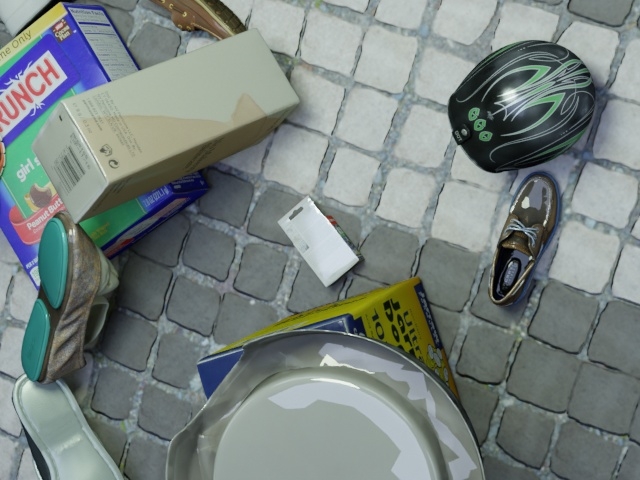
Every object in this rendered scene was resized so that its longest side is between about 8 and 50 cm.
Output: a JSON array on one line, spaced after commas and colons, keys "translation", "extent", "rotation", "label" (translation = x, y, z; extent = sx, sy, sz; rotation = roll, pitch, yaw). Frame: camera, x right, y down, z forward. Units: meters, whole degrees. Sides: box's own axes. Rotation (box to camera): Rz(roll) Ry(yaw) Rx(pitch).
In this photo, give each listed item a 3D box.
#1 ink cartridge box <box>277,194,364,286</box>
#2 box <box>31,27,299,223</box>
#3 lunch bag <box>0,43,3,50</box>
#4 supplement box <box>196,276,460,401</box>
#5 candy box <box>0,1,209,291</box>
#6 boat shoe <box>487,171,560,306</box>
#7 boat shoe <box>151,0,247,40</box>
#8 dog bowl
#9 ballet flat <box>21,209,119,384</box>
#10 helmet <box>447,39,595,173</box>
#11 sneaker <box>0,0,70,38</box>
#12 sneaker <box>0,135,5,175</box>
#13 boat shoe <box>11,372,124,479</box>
[{"translation": [0.000, 0.000, 1.728], "extent": [0.063, 0.029, 0.115], "rotation": [-40, 81, 17], "label": "ink cartridge box"}, {"translation": [-0.196, -0.151, 1.623], "extent": [0.121, 0.311, 0.148], "rotation": [59, 147, 5], "label": "box"}, {"translation": [-0.508, -0.253, 1.851], "extent": [0.083, 0.071, 0.053], "rotation": [-32, 79, 16], "label": "lunch bag"}, {"translation": [0.025, 0.182, 1.560], "extent": [0.195, 0.356, 0.194], "rotation": [-18, 91, 18], "label": "supplement box"}, {"translation": [-0.356, -0.134, 1.783], "extent": [0.268, 0.122, 0.317], "rotation": [-34, 82, 20], "label": "candy box"}, {"translation": [0.262, 0.001, 1.621], "extent": [0.066, 0.066, 0.183], "rotation": [16, 99, 16], "label": "boat shoe"}, {"translation": [-0.173, -0.315, 1.744], "extent": [0.178, 0.064, 0.060], "rotation": [40, 110, 18], "label": "boat shoe"}, {"translation": [0.014, 0.256, 1.330], "extent": [0.348, 0.102, 0.349], "rotation": [2, 96, 18], "label": "dog bowl"}, {"translation": [-0.336, 0.072, 1.719], "extent": [0.108, 0.106, 0.316], "rotation": [59, 142, 31], "label": "ballet flat"}, {"translation": [0.258, -0.171, 1.569], "extent": [0.161, 0.169, 0.169], "rotation": [-29, 85, 35], "label": "helmet"}, {"translation": [-0.365, -0.416, 1.772], "extent": [0.290, 0.106, 0.123], "rotation": [-36, 86, 19], "label": "sneaker"}, {"translation": [-0.476, -0.095, 1.733], "extent": [0.061, 0.065, 0.158], "rotation": [3, 100, 23], "label": "sneaker"}, {"translation": [-0.360, 0.327, 1.843], "extent": [0.114, 0.091, 0.303], "rotation": [-19, 86, -14], "label": "boat shoe"}]
